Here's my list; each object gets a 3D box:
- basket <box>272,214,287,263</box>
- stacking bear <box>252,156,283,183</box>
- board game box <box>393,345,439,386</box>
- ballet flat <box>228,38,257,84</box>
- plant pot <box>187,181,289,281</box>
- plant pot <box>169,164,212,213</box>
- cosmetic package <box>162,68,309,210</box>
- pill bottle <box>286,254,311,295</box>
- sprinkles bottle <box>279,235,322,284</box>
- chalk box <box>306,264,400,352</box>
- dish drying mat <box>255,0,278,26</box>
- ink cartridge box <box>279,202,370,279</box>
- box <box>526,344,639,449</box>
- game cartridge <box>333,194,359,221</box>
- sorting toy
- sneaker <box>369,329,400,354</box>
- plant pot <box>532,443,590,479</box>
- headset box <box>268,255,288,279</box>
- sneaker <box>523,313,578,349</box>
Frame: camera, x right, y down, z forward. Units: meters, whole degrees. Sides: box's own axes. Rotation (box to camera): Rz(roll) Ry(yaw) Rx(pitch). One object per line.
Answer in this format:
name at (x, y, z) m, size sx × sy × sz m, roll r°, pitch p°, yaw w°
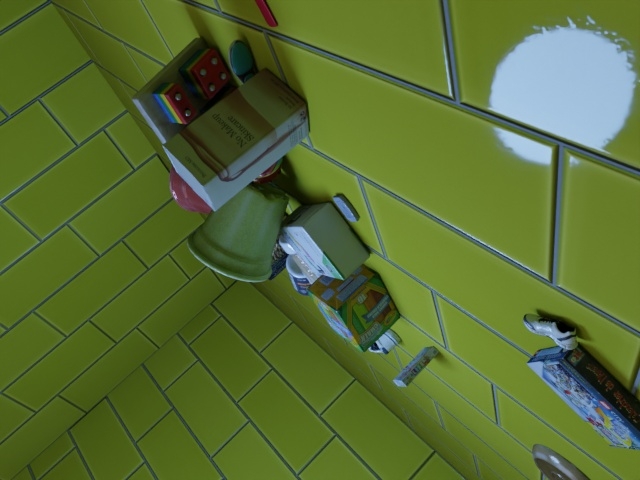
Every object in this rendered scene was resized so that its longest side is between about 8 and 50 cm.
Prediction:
basket at (-0.240, -0.025, 2.079) m, size 0.223 × 0.213 × 0.299 m, roll 46°, pitch 165°, yaw 5°
stacking bear at (-0.171, -0.233, 1.472) m, size 0.175 × 0.164 × 0.289 m, roll 21°, pitch 173°, yaw 4°
board game box at (0.306, 0.405, 1.752) m, size 0.026 × 0.154 × 0.103 m, roll 46°, pitch 165°, yaw 5°
ballet flat at (-0.181, -0.399, 1.270) m, size 0.052 × 0.057 × 0.168 m, roll 49°, pitch 168°, yaw 35°
plant pot at (-0.224, -0.057, 1.641) m, size 0.276 × 0.254 × 0.276 m, roll 25°, pitch -163°, yaw -8°
plant pot at (-0.327, -0.188, 1.863) m, size 0.265 × 0.272 × 0.272 m, roll 25°, pitch 154°, yaw 39°
cosmetic package at (-0.183, -0.228, 1.231) m, size 0.153 × 0.296 × 0.129 m, roll 43°, pitch 166°, yaw 17°
pill bottle at (-0.053, 0.133, 2.119) m, size 0.130 × 0.130 × 0.246 m, roll 41°, pitch 165°, yaw 23°
sprinkles bottle at (-0.002, 0.100, 1.907) m, size 0.355 × 0.121 × 0.121 m, roll 55°, pitch 164°, yaw -27°
chalk box at (0.121, 0.223, 1.768) m, size 0.179 × 0.180 × 0.289 m, roll 30°, pitch 158°, yaw 50°
dish drying mat at (-0.110, -0.446, 1.038) m, size 0.032 × 0.008 × 0.083 m, roll 27°, pitch 154°, yaw 52°
ink cartridge box at (0.000, 0.000, 1.652) m, size 0.201 × 0.117 × 0.278 m, roll 52°, pitch 165°, yaw -14°
box at (0.535, 0.306, 1.066) m, size 0.233 × 0.044 × 0.159 m, roll 46°, pitch 165°, yaw 9°
game cartridge at (0.069, -0.085, 1.441) m, size 0.083 × 0.017 × 0.056 m, roll 53°, pitch 168°, yaw -18°
sorting toy at (-0.309, -0.343, 1.417) m, size 0.089 × 0.257 × 0.255 m, roll 14°, pitch 147°, yaw 35°
sneaker at (0.205, 0.371, 2.071) m, size 0.094 × 0.091 × 0.258 m, roll 50°, pitch 165°, yaw -9°
plant pot at (0.712, 0.693, 1.584) m, size 0.236 × 0.032 × 0.236 m, roll 45°, pitch 165°, yaw 15°
headset box at (-0.264, 0.018, 2.417) m, size 0.246 × 0.131 × 0.283 m, roll 44°, pitch 164°, yaw 12°
sneaker at (0.430, 0.159, 1.018) m, size 0.109 × 0.040 × 0.044 m, roll 27°, pitch 139°, yaw 45°
